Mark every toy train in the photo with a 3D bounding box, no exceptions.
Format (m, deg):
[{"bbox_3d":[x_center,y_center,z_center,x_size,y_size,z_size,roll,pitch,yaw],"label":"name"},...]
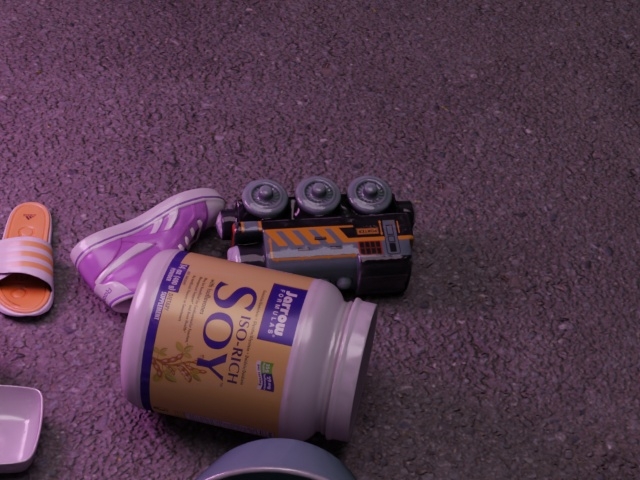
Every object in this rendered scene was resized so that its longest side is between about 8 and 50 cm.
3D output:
[{"bbox_3d":[0.000,0.000,2.175,0.334,0.142,0.190,-2,54,-10],"label":"toy train"}]

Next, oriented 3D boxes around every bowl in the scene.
[{"bbox_3d":[-0.467,0.276,1.894,0.142,0.053,0.142,3,43,-3],"label":"bowl"},{"bbox_3d":[-0.055,0.375,1.690,0.312,0.311,0.163,6,25,0],"label":"bowl"}]

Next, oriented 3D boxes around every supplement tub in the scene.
[{"bbox_3d":[-0.099,0.157,1.920,0.331,0.241,0.241,11,44,6],"label":"supplement tub"}]

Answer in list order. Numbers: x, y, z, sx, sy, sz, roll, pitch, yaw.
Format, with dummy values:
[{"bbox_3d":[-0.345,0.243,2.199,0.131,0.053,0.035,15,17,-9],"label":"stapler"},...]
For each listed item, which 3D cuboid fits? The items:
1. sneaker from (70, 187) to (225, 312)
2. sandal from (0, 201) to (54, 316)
[{"bbox_3d":[-0.245,0.029,2.156,0.282,0.102,0.161,-29,65,-27],"label":"sneaker"},{"bbox_3d":[-0.484,0.012,2.149,0.102,0.076,0.265,-2,44,-8],"label":"sandal"}]
